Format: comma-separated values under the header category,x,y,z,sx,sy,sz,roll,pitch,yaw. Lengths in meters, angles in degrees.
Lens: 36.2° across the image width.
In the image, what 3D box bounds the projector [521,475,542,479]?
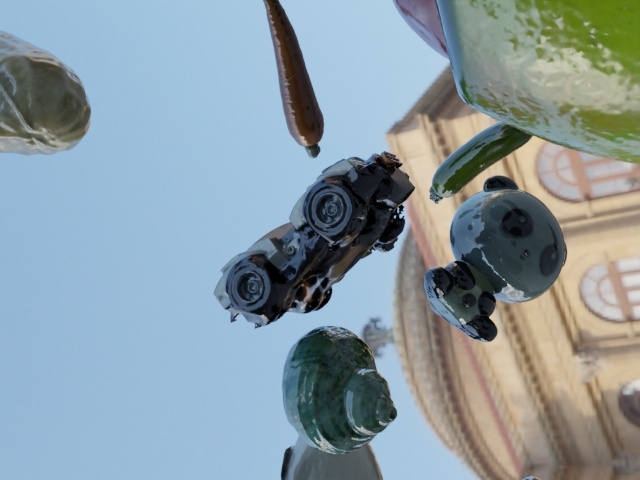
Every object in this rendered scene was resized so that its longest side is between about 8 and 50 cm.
category,x,y,z,sx,sy,sz,roll,pitch,yaw
projector,0.272,0.448,1.122,0.248,0.249,0.248,-56,-8,-23

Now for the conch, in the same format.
category,x,y,z,sx,sy,sz,roll,pitch,yaw
conch,0.025,0.199,1.331,0.176,0.122,0.188,-19,-124,-39

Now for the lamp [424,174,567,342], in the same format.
category,x,y,z,sx,sy,sz,roll,pitch,yaw
lamp,0.278,0.029,1.564,0.244,0.198,0.197,-47,-56,-17

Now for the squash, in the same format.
category,x,y,z,sx,sy,sz,roll,pitch,yaw
squash,0.289,-0.153,1.818,0.069,0.258,0.069,30,-140,-30

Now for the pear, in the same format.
category,x,y,z,sx,sy,sz,roll,pitch,yaw
pear,0.180,-0.238,0.857,0.399,0.165,0.398,-14,-90,-79

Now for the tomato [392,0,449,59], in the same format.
category,x,y,z,sx,sy,sz,roll,pitch,yaw
tomato,0.214,-0.357,1.308,0.226,0.298,0.298,-52,-44,1

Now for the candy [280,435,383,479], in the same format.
category,x,y,z,sx,sy,sz,roll,pitch,yaw
candy,0.031,0.533,1.859,0.386,0.186,0.426,-21,-74,-75

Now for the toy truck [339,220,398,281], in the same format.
category,x,y,z,sx,sy,sz,roll,pitch,yaw
toy truck,0.026,-0.005,1.950,0.127,0.257,0.127,50,-158,-31

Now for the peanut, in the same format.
category,x,y,z,sx,sy,sz,roll,pitch,yaw
peanut,-0.492,-0.230,1.479,0.174,0.340,0.158,-55,-28,-10

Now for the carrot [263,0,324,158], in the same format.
category,x,y,z,sx,sy,sz,roll,pitch,yaw
carrot,-0.049,-0.296,1.723,0.069,0.069,0.336,-51,-46,-50

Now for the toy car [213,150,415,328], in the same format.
category,x,y,z,sx,sy,sz,roll,pitch,yaw
toy car,0.000,-0.002,1.314,0.118,0.301,0.193,50,-161,21
